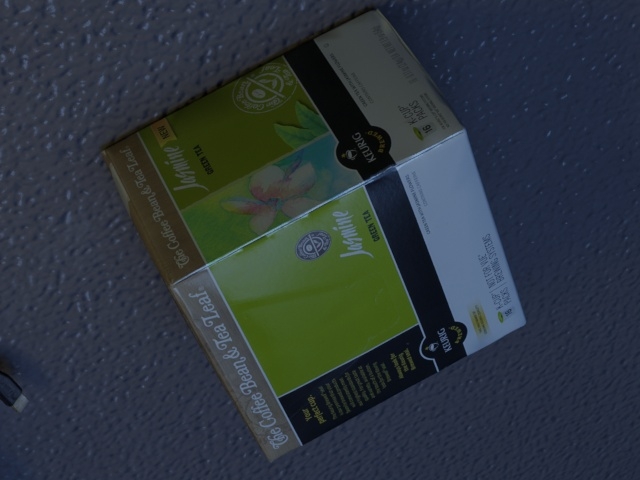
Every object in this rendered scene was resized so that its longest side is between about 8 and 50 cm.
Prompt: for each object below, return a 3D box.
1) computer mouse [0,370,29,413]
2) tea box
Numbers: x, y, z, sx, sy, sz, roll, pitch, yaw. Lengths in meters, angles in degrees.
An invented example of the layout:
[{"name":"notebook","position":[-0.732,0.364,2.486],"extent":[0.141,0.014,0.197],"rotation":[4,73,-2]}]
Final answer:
[{"name":"computer mouse","position":[-0.393,0.216,2.027],"extent":[0.184,0.060,0.262],"rotation":[-27,128,1]},{"name":"tea box","position":[0.000,0.000,1.920],"extent":[0.323,0.220,0.329],"rotation":[-28,139,-5]}]
